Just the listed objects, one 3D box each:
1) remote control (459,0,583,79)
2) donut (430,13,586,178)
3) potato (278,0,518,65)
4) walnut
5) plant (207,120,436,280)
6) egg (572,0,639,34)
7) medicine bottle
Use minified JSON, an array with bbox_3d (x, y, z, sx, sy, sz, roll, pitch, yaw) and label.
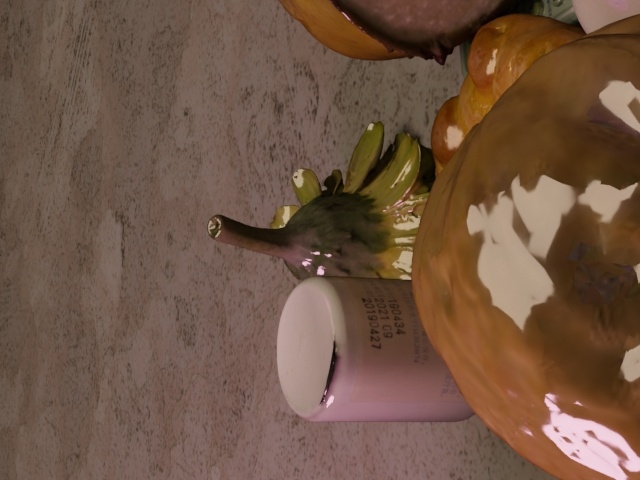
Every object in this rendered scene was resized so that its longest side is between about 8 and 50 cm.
[{"bbox_3d":[0.239,-0.256,1.519,0.335,0.065,0.128,-30,63,59],"label":"remote control"},{"bbox_3d":[0.220,-0.055,1.438,0.299,0.150,0.317,-49,45,51],"label":"donut"},{"bbox_3d":[0.037,-0.370,1.550,0.296,0.290,0.397,32,141,64],"label":"potato"},{"bbox_3d":[0.263,0.021,1.110,0.383,0.383,0.384,-13,75,63],"label":"walnut"},{"bbox_3d":[0.031,0.031,1.778,0.306,0.297,0.261,-16,104,46],"label":"plant"},{"bbox_3d":[0.305,-0.213,1.245,0.217,0.183,0.183,180,93,-70],"label":"egg"},{"bbox_3d":[0.098,0.109,1.544,0.143,0.258,0.143,-176,90,-65],"label":"medicine bottle"}]
